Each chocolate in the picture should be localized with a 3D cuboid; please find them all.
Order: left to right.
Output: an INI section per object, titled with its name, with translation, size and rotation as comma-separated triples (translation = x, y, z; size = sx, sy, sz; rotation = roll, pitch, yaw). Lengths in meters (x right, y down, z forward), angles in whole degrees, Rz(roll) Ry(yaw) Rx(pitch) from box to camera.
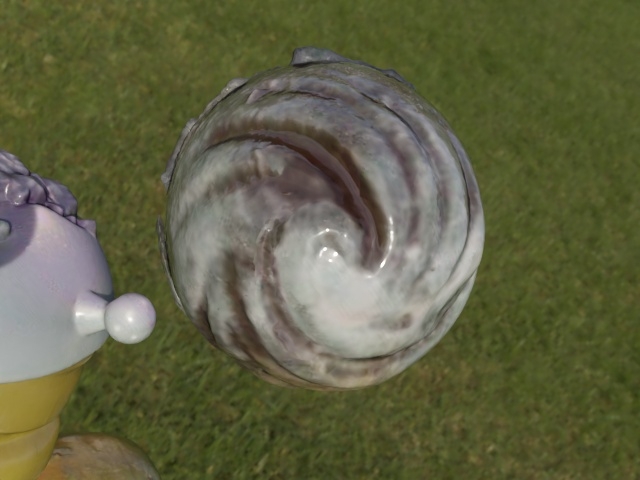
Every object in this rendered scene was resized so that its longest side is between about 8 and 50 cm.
[chocolate]
translation = 0.000, 0.000, 0.912
size = 0.303, 0.303, 0.213
rotation = 31, 9, -9

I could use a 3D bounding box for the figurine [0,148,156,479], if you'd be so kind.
[figurine]
translation = -0.203, -0.015, 0.492
size = 0.194, 0.133, 0.274
rotation = 6, 37, -54

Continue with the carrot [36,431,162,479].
[carrot]
translation = -0.340, 0.337, 1.203
size = 0.340, 0.224, 0.224
rotation = -12, 52, -25
